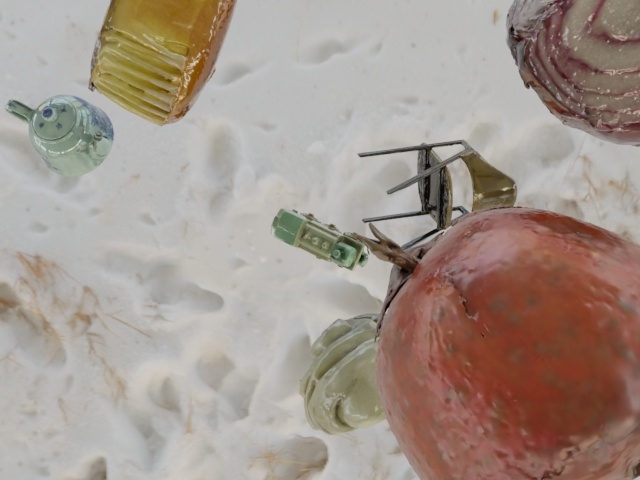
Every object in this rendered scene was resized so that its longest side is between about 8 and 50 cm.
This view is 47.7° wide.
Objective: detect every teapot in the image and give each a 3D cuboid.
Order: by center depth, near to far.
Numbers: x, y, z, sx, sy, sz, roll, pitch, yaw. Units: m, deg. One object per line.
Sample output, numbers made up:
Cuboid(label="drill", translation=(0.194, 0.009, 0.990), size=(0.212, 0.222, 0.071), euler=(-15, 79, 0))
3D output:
Cuboid(label="teapot", translation=(-0.499, -0.218, 1.399), size=(0.231, 0.159, 0.159), euler=(21, 81, 12))

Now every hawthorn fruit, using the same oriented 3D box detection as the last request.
Cuboid(label="hawthorn fruit", translation=(0.154, 0.085, 0.610), size=(0.276, 0.276, 0.307), euler=(-44, 77, -1))

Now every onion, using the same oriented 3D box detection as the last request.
Cuboid(label="onion", translation=(0.326, -0.226, 0.783), size=(0.216, 0.207, 0.206), euler=(-38, 109, 23))

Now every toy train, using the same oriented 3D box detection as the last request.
Cuboid(label="toy train", translation=(0.000, 0.000, 1.430), size=(0.193, 0.125, 0.081), euler=(25, 98, 19))

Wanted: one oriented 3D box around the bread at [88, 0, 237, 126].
Cuboid(label="bread", translation=(-0.141, -0.207, 0.680), size=(0.114, 0.132, 0.191), euler=(25, 96, -16))

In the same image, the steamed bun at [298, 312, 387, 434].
Cuboid(label="steamed bun", translation=(0.103, 0.299, 1.758), size=(0.339, 0.352, 0.248), euler=(-22, 90, 34))

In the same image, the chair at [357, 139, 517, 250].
Cuboid(label="chair", translation=(0.216, -0.091, 1.361), size=(0.246, 0.159, 0.172), euler=(-18, 39, -14))
